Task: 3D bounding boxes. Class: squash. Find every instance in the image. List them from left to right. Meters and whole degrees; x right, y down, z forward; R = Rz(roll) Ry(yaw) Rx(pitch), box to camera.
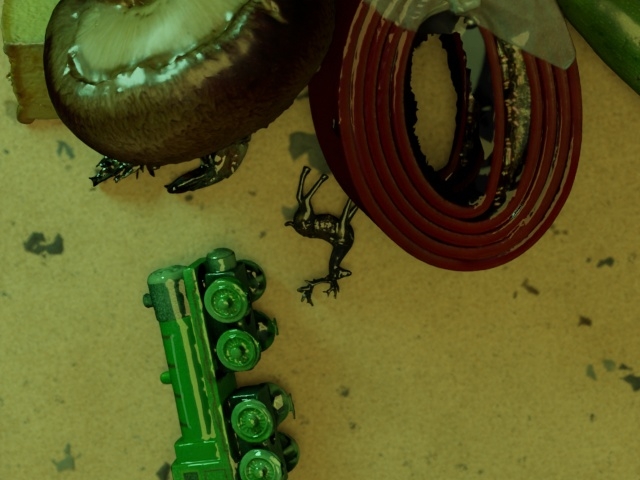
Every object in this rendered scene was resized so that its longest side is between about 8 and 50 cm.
[{"bbox_3d":[0.329,-0.146,1.636,0.292,0.082,0.082,42,99,-9],"label":"squash"}]

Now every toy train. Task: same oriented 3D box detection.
[{"bbox_3d":[-0.096,0.132,1.696,0.119,0.085,0.251,-9,100,16],"label":"toy train"}]

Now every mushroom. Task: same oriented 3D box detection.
[{"bbox_3d":[-0.121,-0.201,1.538,0.278,0.163,0.297,19,70,14],"label":"mushroom"}]

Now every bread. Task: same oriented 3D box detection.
[{"bbox_3d":[-0.243,-0.169,1.653,0.084,0.080,0.109,-3,138,-1],"label":"bread"}]

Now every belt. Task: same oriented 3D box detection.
[{"bbox_3d":[0.105,-0.137,1.592,0.227,0.115,0.323,-16,110,-11],"label":"belt"}]

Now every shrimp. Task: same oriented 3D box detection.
[{"bbox_3d":[-0.135,-0.079,1.666,0.161,0.034,0.091,-30,102,5],"label":"shrimp"}]

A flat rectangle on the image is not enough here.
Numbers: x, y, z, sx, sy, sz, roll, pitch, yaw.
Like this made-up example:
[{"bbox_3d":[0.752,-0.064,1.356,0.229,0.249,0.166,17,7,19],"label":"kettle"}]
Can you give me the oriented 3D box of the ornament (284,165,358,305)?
[{"bbox_3d":[0.000,0.000,1.691,0.073,0.028,0.125,16,100,-5],"label":"ornament"}]
